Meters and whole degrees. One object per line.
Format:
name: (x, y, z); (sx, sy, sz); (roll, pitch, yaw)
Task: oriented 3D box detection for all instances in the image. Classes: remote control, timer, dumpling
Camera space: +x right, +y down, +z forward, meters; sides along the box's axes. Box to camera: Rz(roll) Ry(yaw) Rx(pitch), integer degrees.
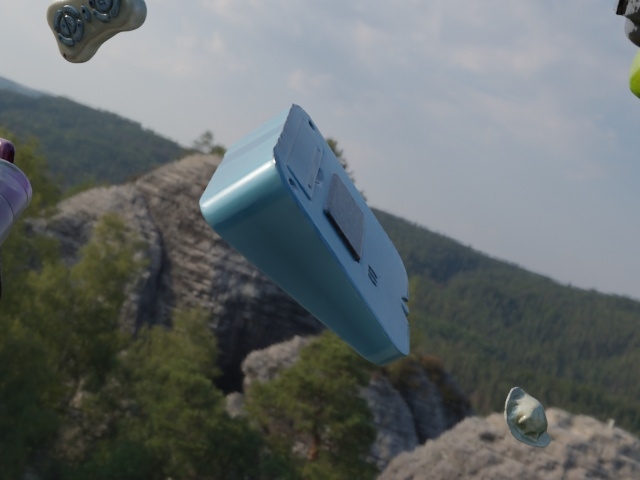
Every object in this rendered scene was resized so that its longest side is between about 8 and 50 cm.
remote control: (-0.238, -0.239, 0.946); (0.122, 0.074, 0.032); (-23, 1, 32)
timer: (0.000, 0.000, 0.941); (0.250, 0.091, 0.232); (52, 17, -16)
dumpling: (0.258, 0.228, 1.138); (0.043, 0.077, 0.059); (-4, 19, 45)

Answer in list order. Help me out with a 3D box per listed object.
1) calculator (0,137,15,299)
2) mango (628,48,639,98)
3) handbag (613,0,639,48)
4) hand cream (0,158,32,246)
calculator: (-0.387, -0.023, 0.972); (0.126, 0.191, 0.034); (11, 6, 32)
mango: (0.606, -0.327, 1.398); (0.149, 0.273, 0.185); (25, 9, -25)
handbag: (0.436, -0.214, 0.882); (0.308, 0.093, 0.253); (-7, 29, -39)
hand cream: (-0.347, 0.030, 0.776); (0.111, 0.070, 0.312); (8, 34, 3)
